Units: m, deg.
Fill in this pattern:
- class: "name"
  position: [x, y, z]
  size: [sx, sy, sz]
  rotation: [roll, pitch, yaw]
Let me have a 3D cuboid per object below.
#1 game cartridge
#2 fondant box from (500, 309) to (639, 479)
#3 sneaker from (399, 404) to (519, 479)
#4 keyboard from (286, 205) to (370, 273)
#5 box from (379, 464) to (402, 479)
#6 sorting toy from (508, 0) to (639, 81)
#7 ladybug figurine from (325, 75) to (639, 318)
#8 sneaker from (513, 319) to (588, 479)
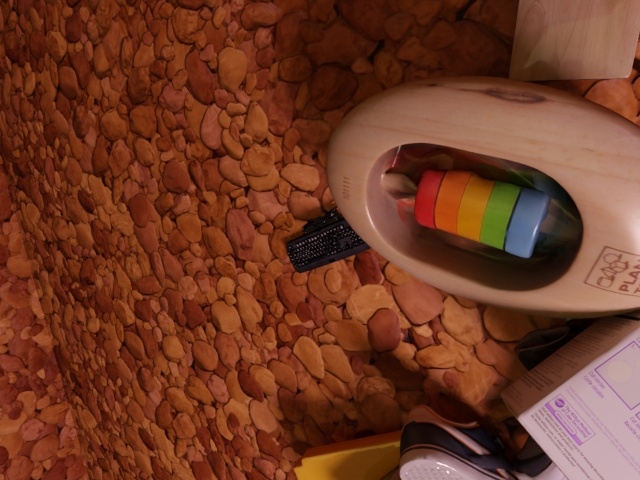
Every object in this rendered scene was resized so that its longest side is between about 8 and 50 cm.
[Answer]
- class: "game cartridge"
  position: [0.123, 0.543, 0.795]
  size: [0.285, 0.053, 0.323]
  rotation: [-21, 87, 20]
- class: "fondant box"
  position: [0.418, 0.181, 0.449]
  size: [0.330, 0.096, 0.238]
  rotation: [-40, 78, 7]
- class: "sneaker"
  position: [0.270, 0.388, 0.676]
  size: [0.321, 0.127, 0.126]
  rotation: [38, 119, -9]
- class: "keyboard"
  position: [0.000, 0.000, 0.795]
  size: [0.192, 0.038, 0.100]
  rotation: [-23, 89, 34]
- class: "box"
  position: [0.205, 0.533, 0.691]
  size: [0.290, 0.087, 0.169]
  rotation: [43, 107, 10]
- class: "sorting toy"
  position: [0.318, -0.260, 0.515]
  size: [0.132, 0.046, 0.274]
  rotation: [11, 107, 31]
- class: "ladybug figurine"
  position: [0.220, -0.063, 0.533]
  size: [0.449, 0.162, 0.305]
  rotation: [24, 137, 26]
- class: "sneaker"
  position: [0.335, 0.225, 0.598]
  size: [0.153, 0.101, 0.268]
  rotation: [39, 114, 20]
